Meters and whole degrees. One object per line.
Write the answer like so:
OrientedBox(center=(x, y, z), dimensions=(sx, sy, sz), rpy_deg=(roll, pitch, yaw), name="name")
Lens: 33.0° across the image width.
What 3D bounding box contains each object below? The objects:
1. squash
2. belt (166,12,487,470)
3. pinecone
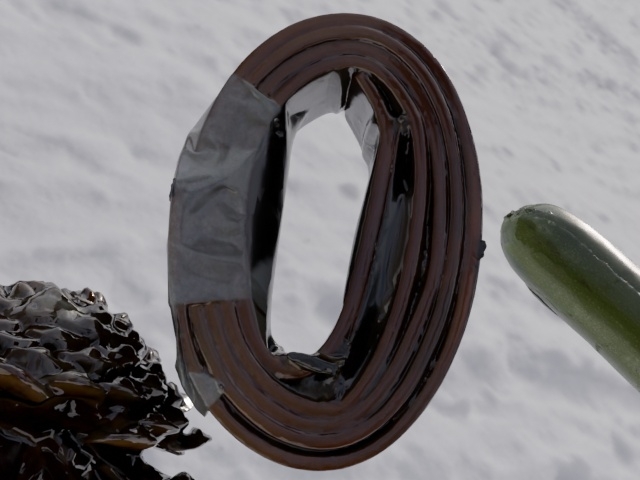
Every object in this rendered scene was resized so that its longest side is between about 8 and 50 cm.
OrientedBox(center=(0.278, 0.083, 0.917), dimensions=(0.087, 0.087, 0.331), rpy_deg=(-6, 44, -48), name="squash")
OrientedBox(center=(0.000, 0.000, 0.643), dimensions=(0.184, 0.262, 0.105), rpy_deg=(14, -9, -2), name="belt")
OrientedBox(center=(-0.199, 0.161, 0.630), dimensions=(0.246, 0.292, 0.246), rpy_deg=(18, -4, 1), name="pinecone")
